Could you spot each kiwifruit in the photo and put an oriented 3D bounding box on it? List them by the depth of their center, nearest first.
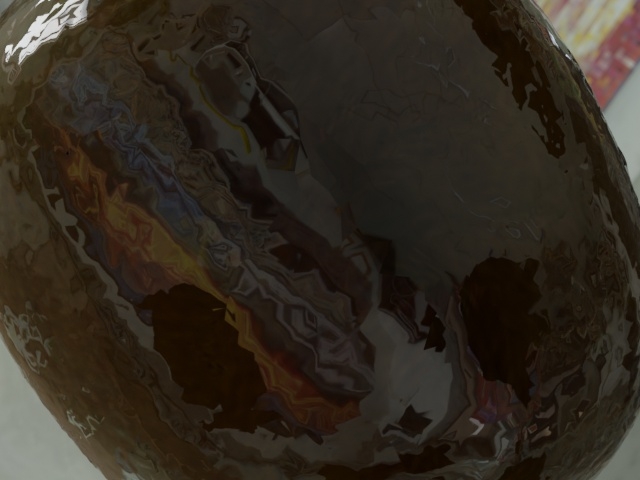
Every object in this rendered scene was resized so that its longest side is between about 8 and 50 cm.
[{"bbox_3d":[0.000,0.000,0.530,0.234,0.196,0.196,51,-147,-7],"label":"kiwifruit"}]
